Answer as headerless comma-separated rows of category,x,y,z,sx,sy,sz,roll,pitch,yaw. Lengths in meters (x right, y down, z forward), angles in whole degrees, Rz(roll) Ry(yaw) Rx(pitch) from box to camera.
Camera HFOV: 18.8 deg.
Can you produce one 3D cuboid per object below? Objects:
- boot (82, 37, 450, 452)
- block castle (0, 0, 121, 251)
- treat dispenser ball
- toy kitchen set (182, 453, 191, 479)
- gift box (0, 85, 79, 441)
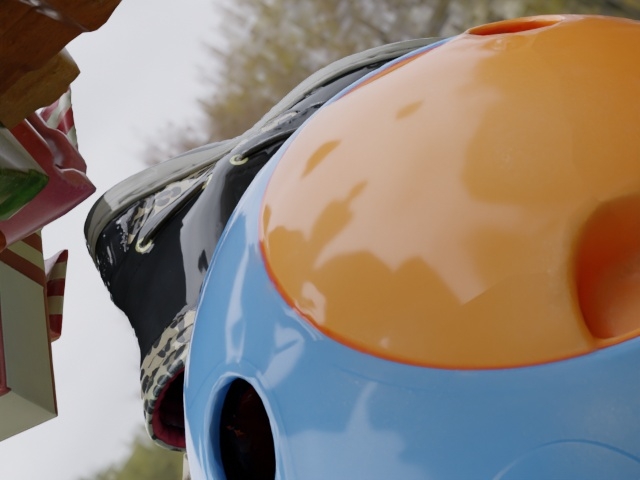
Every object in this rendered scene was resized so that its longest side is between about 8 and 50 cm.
boot,0.000,0.002,0.971,0.236,0.178,0.085,-25,-55,4
block castle,-0.214,-0.099,0.518,0.213,0.303,0.453,-39,-2,2
treat dispenser ball,0.093,0.059,0.725,0.288,0.288,0.288,-56,-11,-17
toy kitchen set,-0.032,0.139,1.151,0.075,0.068,0.083,10,-99,-50
gift box,-0.289,-0.010,1.066,0.258,0.255,0.276,38,-141,-49
